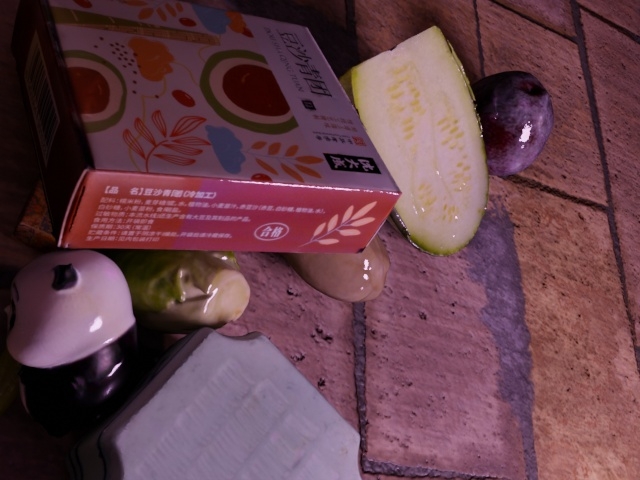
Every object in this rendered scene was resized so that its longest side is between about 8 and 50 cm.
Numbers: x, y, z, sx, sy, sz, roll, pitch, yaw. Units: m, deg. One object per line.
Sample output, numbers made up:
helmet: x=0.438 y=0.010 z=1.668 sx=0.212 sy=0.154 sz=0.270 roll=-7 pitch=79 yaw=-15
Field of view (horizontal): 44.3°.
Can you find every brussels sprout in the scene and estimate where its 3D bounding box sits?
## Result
brussels sprout: x=-0.177 y=0.037 z=0.943 sx=0.162 sy=0.181 sz=0.143 roll=23 pitch=96 yaw=-47

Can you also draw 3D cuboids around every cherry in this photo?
cherry: x=0.329 y=-0.216 z=1.412 sx=0.195 sy=0.195 sz=0.195 roll=16 pitch=60 yaw=-30

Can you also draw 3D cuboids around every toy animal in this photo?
toy animal: x=-0.259 y=0.094 z=0.831 sx=0.138 sy=0.166 sz=0.179 roll=-16 pitch=110 yaw=-3

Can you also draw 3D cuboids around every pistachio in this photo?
pistachio: x=0.000 y=0.000 z=1.101 sx=0.226 sy=0.136 sz=0.136 roll=40 pitch=50 yaw=-2

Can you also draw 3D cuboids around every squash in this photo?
squash: x=0.160 y=-0.130 z=1.234 sx=0.234 sy=0.210 sz=0.308 roll=-32 pitch=84 yaw=-29

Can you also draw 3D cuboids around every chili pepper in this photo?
chili pepper: x=-0.339 y=0.145 z=0.844 sx=0.043 sy=0.049 sz=0.208 roll=4 pitch=60 yaw=11

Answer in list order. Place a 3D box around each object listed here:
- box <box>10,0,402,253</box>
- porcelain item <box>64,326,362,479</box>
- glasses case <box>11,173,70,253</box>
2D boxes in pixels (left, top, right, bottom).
box: x=-0.144 y=-0.148 z=0.956 sx=0.386 sy=0.122 sz=0.344 roll=1 pitch=47 yaw=-33
porcelain item: x=-0.114 y=0.263 z=0.874 sx=0.281 sy=0.157 sz=0.286 roll=46 pitch=51 yaw=-7
glasses case: x=-0.305 y=-0.086 z=0.975 sx=0.075 sy=0.049 sz=0.218 roll=25 pitch=56 yaw=-21
